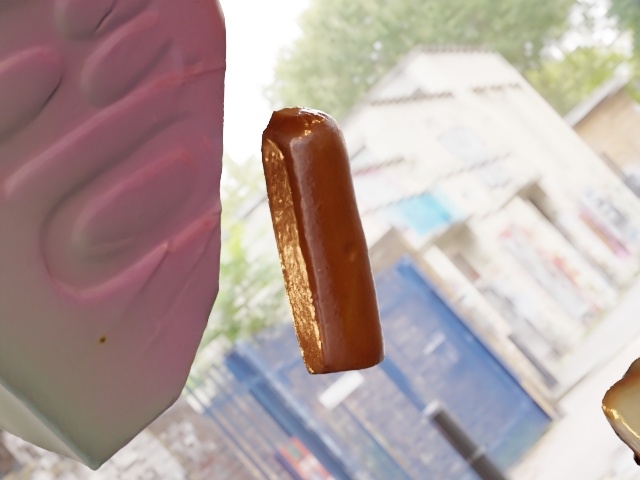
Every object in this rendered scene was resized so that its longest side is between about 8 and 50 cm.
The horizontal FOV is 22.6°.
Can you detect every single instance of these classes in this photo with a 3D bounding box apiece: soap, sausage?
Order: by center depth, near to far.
[{"bbox_3d":[-0.137,-0.074,0.652,0.109,0.324,0.193,11,39,42],"label":"soap"},{"bbox_3d":[0.000,0.000,0.765,0.039,0.131,0.041,-17,11,-28],"label":"sausage"}]

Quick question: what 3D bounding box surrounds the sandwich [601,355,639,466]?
[{"bbox_3d":[0.209,0.070,0.405,0.186,0.220,0.108,-42,21,-2],"label":"sandwich"}]
